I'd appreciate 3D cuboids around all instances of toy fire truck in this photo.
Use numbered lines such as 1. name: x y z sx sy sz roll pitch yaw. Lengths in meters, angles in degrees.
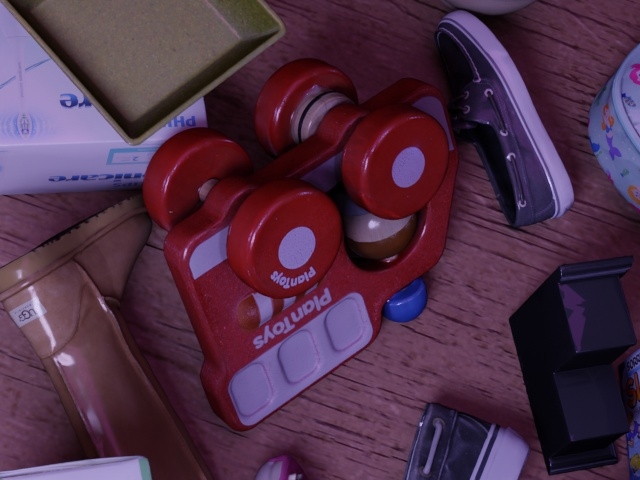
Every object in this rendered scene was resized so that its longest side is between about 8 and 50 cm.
1. toy fire truck: 0.000 0.000 1.619 0.302 0.254 0.169 -34 40 -23

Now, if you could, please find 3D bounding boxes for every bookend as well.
1. bookend: 0.243 0.114 1.651 0.072 0.157 0.156 -8 71 -15

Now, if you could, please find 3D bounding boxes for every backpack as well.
1. backpack: 0.397 -0.128 1.770 0.253 0.191 0.225 -36 81 -17

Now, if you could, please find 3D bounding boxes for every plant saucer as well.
1. plant saucer: -0.159 -0.194 1.605 0.188 0.045 0.188 -39 84 -23

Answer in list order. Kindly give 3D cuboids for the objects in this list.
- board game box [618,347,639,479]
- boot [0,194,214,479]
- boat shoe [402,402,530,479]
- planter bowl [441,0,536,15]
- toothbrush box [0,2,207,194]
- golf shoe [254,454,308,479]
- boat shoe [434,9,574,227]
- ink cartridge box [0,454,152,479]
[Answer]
1. board game box: 0.324 0.148 1.632 0.035 0.201 0.136 2 69 -12
2. boot: -0.166 0.114 1.592 0.269 0.089 0.236 61 32 -5
3. boat shoe: 0.071 0.291 1.581 0.119 0.121 0.335 24 55 6
4. planter bowl: 0.164 -0.289 1.813 0.162 0.109 0.162 4 69 -12
5. toothbrush box: -0.232 -0.199 1.683 0.216 0.126 0.295 -2 71 -14
6. golf shoe: -0.065 0.320 1.530 0.140 0.115 0.306 -13 49 20
7. boat shoe: 0.160 -0.114 1.769 0.076 0.080 0.228 -24 84 -21
8. ink cartridge box: -0.195 0.306 1.411 0.122 0.289 0.211 -7 71 -18
